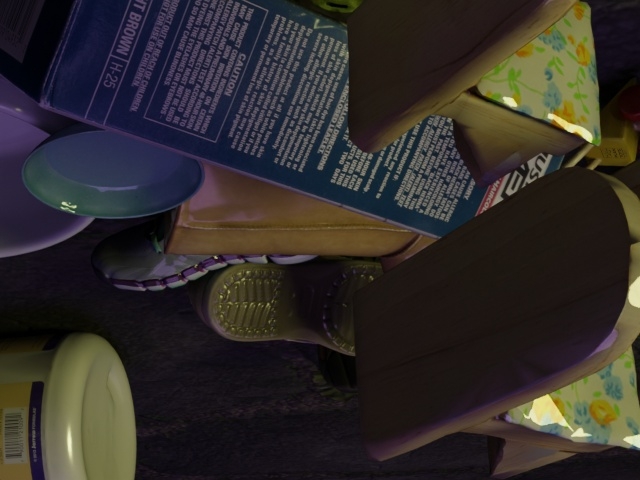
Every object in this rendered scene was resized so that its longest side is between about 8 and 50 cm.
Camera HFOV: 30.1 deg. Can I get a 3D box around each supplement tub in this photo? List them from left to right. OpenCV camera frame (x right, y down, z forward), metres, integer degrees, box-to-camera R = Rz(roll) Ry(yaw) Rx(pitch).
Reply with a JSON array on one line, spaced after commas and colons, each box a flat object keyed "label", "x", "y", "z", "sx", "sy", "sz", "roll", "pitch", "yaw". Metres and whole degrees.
[{"label": "supplement tub", "x": -0.400, "y": 0.234, "z": 1.360, "sx": 0.331, "sy": 0.241, "sz": 0.241, "roll": -5, "pitch": 155, "yaw": 8}]

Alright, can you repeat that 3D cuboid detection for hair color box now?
[{"label": "hair color box", "x": -0.027, "y": -0.097, "z": 0.749, "sx": 0.347, "sy": 0.105, "sz": 0.174, "roll": 18, "pitch": -170, "yaw": -35}]

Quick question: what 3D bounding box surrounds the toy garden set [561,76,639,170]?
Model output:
[{"label": "toy garden set", "x": 0.208, "y": -0.014, "z": 0.984, "sx": 0.244, "sy": 0.049, "sz": 0.204, "roll": -41, "pitch": 144, "yaw": 3}]

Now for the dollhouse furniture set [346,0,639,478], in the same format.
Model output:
[{"label": "dollhouse furniture set", "x": 0.227, "y": -0.096, "z": 0.516, "sx": 0.362, "sy": 0.394, "sz": 0.256, "roll": 14, "pitch": 150, "yaw": -30}]

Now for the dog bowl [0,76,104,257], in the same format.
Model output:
[{"label": "dog bowl", "x": -0.284, "y": -0.085, "z": 0.848, "sx": 0.265, "sy": 0.104, "sz": 0.265, "roll": -2, "pitch": 155, "yaw": -1}]

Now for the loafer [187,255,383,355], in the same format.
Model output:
[{"label": "loafer", "x": -0.018, "y": 0.053, "z": 1.178, "sx": 0.268, "sy": 0.102, "sz": 0.092, "roll": 11, "pitch": -172, "yaw": -41}]

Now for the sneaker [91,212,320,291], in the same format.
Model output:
[{"label": "sneaker", "x": -0.103, "y": -0.023, "z": 1.049, "sx": 0.223, "sy": 0.083, "sz": 0.098, "roll": -11, "pitch": 137, "yaw": 4}]

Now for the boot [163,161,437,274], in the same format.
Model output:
[{"label": "boot", "x": 0.000, "y": 0.000, "z": 0.989, "sx": 0.269, "sy": 0.089, "sz": 0.236, "roll": 2, "pitch": 119, "yaw": -20}]

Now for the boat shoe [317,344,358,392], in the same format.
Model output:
[{"label": "boat shoe", "x": 0.152, "y": 0.102, "z": 1.280, "sx": 0.324, "sy": 0.123, "sz": 0.120, "roll": -10, "pitch": 160, "yaw": 35}]

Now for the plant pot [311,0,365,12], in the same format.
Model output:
[{"label": "plant pot", "x": 0.014, "y": -0.180, "z": 0.694, "sx": 0.083, "sy": 0.079, "sz": 0.083, "roll": -1, "pitch": 154, "yaw": -1}]

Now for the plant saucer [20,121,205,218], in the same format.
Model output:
[{"label": "plant saucer", "x": -0.137, "y": -0.050, "z": 0.785, "sx": 0.119, "sy": 0.021, "sz": 0.119, "roll": -5, "pitch": 154, "yaw": -2}]
